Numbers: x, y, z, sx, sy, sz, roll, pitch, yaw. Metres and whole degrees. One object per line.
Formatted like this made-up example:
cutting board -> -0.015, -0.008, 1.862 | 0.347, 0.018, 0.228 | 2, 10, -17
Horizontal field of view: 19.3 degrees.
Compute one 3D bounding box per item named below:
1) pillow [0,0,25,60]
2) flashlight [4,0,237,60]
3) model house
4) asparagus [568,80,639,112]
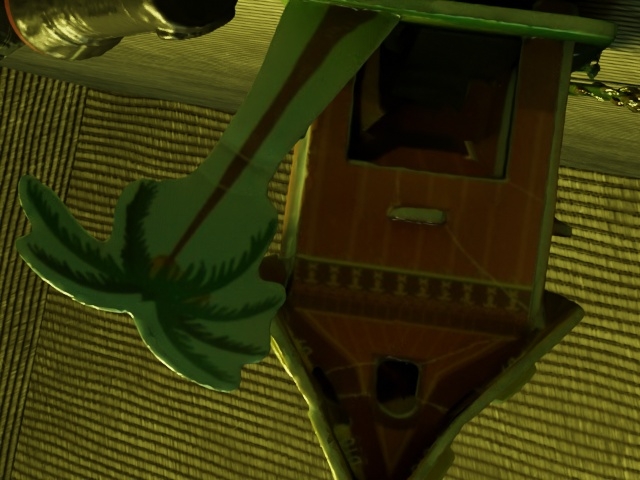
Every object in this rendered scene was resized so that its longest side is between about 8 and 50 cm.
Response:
pillow -> -0.363, -0.210, 1.670 | 0.161, 0.092, 0.335 | 17, -177, 11
flashlight -> -0.128, -0.162, 1.193 | 0.093, 0.093, 0.232 | 11, 177, -27
model house -> 0.000, 0.000, 1.202 | 0.340, 0.324, 0.300 | 7, -179, 4
asparagus -> 0.203, -0.131, 1.613 | 0.233, 0.022, 0.023 | 16, 140, 48
